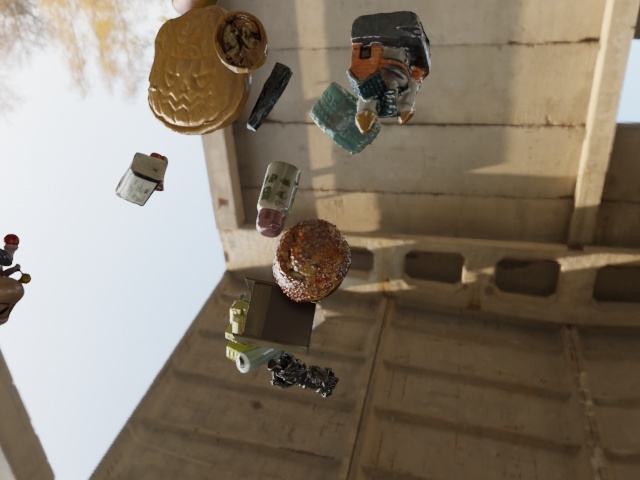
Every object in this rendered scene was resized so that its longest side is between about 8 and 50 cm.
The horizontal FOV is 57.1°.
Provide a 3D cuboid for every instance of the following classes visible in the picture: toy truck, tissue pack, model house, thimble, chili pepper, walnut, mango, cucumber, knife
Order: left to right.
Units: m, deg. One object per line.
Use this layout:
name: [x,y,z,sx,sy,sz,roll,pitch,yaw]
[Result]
knife: [-0.718,0.012,1.285,0.031,0.121,0.018,-22,-140,0]
tissue pack: [-0.535,-0.181,1.754,0.103,0.170,0.090,21,-126,-26]
chili pepper: [-0.538,-0.228,1.932,0.073,0.123,0.070,16,158,-31]
mango: [-0.416,-0.850,2.014,0.146,0.129,0.289,25,156,-27]
walnut: [-0.133,-0.338,1.026,0.091,0.121,0.052,-20,165,4]
toy truck: [-0.269,0.327,2.095,0.124,0.272,0.157,22,-143,19]
cucumber: [-0.151,-0.416,1.737,0.062,0.211,0.078,24,172,-7]
thimble: [0.086,-0.396,1.937,0.235,0.143,0.198,43,-163,6]
model house: [0.184,-0.422,1.615,0.190,0.271,0.301,6,-108,20]

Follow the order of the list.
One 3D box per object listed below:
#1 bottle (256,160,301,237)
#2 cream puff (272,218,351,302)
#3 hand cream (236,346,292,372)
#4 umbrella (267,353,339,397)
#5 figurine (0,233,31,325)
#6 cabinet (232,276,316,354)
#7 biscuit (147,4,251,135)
bottle: [-0.148,-0.132,1.970,0.120,0.120,0.253,7,-112,19]
cream puff: [-0.030,0.051,1.598,0.240,0.164,0.240,-11,-120,19]
hand cream: [-0.160,0.380,2.037,0.067,0.109,0.320,41,-148,27]
umbrella: [-0.065,0.450,1.964,0.122,0.272,0.110,-24,-127,41]
figurine: [-0.900,0.107,1.603,0.186,0.176,0.287,-8,-108,1]
cabinet: [-0.127,0.223,1.712,0.215,0.148,0.175,10,-108,0]
biscuit: [-0.349,-0.475,1.654,0.385,0.365,0.062,8,180,34]
